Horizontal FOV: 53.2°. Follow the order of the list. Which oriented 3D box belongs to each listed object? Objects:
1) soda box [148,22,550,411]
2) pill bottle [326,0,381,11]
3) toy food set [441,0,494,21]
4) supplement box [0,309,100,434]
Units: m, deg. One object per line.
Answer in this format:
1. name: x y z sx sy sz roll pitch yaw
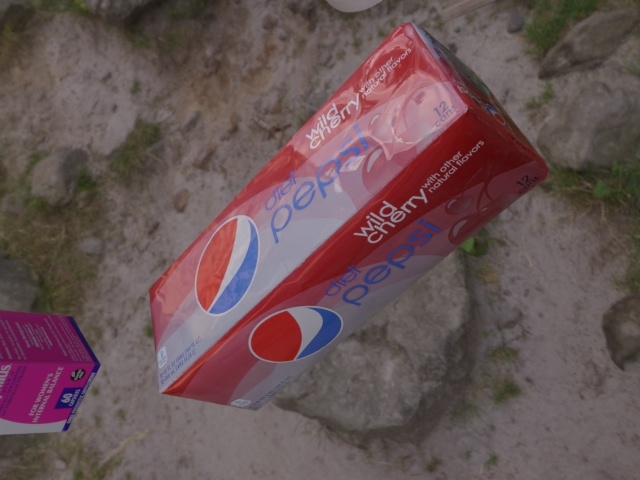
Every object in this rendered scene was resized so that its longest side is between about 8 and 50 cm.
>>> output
1. soda box: 0.000 0.000 0.400 0.263 0.083 0.092 -44 44 26
2. pill bottle: -0.014 -0.373 0.684 0.153 0.265 0.153 -14 65 31
3. toy food set: 0.057 -0.273 0.306 0.092 0.306 0.220 -23 13 -2
4. supplement box: -0.399 0.155 0.761 0.114 0.220 0.111 41 107 40
